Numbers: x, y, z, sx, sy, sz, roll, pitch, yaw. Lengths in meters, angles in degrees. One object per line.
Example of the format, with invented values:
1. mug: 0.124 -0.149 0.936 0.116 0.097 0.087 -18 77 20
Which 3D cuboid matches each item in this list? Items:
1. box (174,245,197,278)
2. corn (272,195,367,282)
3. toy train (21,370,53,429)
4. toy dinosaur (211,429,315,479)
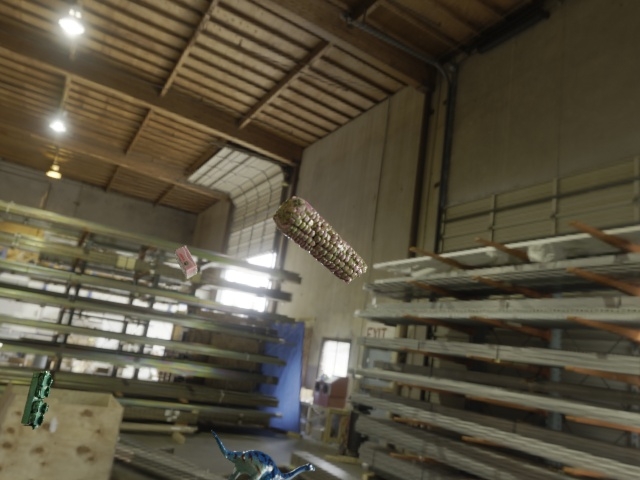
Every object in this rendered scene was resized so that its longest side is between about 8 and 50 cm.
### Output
1. box: -0.487 0.080 1.847 0.043 0.089 0.125 -29 -10 -20
2. corn: 0.002 -0.001 1.566 0.335 0.127 0.126 41 -24 -17
3. toy train: -0.746 0.421 1.346 0.070 0.148 0.038 -10 -23 37
4. toy dinosaur: -0.171 0.645 1.405 0.329 0.144 0.076 24 -38 -13
